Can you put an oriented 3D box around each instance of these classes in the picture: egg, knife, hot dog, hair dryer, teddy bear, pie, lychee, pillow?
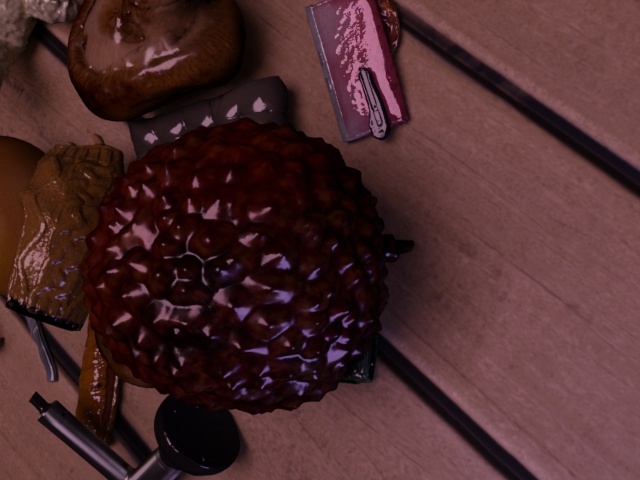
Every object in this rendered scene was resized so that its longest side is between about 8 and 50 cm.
[{"bbox_3d":[-0.575,-0.041,1.689,0.250,0.250,0.322,-35,79,22],"label":"egg"},{"bbox_3d":[0.082,-0.217,1.439,0.031,0.018,0.121,-19,86,24],"label":"knife"},{"bbox_3d":[-0.408,0.241,1.683,0.088,0.061,0.285,-2,83,40],"label":"hot dog"},{"bbox_3d":[-0.345,0.349,1.540,0.320,0.155,0.284,-37,114,25],"label":"hair dryer"},{"bbox_3d":[-0.607,-0.510,1.718,0.327,0.375,0.362,29,125,-13],"label":"teddy bear"},{"bbox_3d":[0.076,-0.362,1.480,0.092,0.034,0.170,-48,70,21],"label":"pie"},{"bbox_3d":[-0.556,0.182,1.792,0.028,0.015,0.210,-34,70,28],"label":"knife"},{"bbox_3d":[-0.086,0.038,1.294,0.425,0.500,0.424,9,101,59],"label":"lychee"},{"bbox_3d":[-0.189,-0.132,1.572,0.326,0.101,0.228,-12,79,26],"label":"pillow"}]

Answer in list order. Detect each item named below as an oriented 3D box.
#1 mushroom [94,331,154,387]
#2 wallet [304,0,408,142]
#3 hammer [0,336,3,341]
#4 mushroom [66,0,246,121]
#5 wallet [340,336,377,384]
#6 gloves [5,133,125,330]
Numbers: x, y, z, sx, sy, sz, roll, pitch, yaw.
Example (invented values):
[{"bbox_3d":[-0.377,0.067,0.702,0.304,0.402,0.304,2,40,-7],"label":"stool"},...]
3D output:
[{"bbox_3d":[-0.278,0.125,1.566,0.253,0.153,0.253,-4,82,30],"label":"mushroom"},{"bbox_3d":[0.059,-0.285,1.467,0.119,0.025,0.232,-16,89,28],"label":"wallet"},{"bbox_3d":[-0.695,0.114,1.846,0.029,0.103,0.246,-26,61,24],"label":"hammer"},{"bbox_3d":[-0.292,-0.373,1.551,0.346,0.259,0.345,-9,65,20],"label":"mushroom"},{"bbox_3d":[-0.020,0.149,1.483,0.236,0.055,0.160,-3,78,29],"label":"wallet"},{"bbox_3d":[-0.416,-0.021,1.551,0.155,0.203,0.356,-16,59,41],"label":"gloves"}]
